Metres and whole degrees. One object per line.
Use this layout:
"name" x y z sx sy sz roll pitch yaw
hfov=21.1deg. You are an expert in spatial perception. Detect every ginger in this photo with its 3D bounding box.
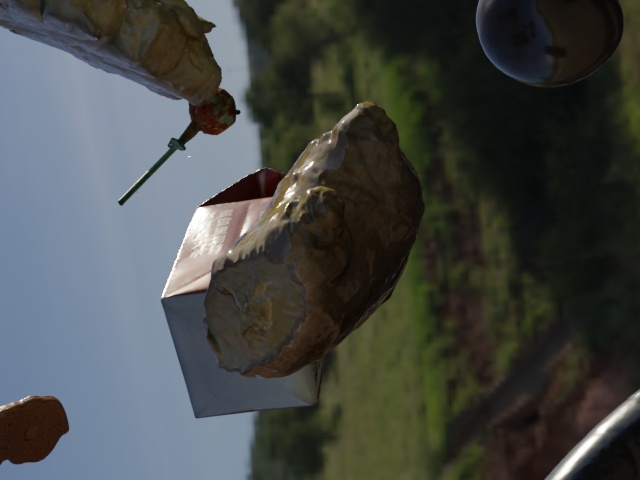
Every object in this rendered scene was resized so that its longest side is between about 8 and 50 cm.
"ginger" 0.000 0.000 1.467 0.275 0.130 0.221 -63 -15 -18

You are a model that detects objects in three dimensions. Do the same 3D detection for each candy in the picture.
"candy" -0.157 -0.101 1.856 0.184 0.055 0.049 -48 1 -26

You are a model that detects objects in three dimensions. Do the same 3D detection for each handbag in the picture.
"handbag" -0.072 0.054 1.925 0.298 0.151 0.171 -78 -23 -62

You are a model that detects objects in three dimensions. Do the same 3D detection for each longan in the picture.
"longan" 0.287 -0.283 2.140 0.204 0.185 0.159 89 -164 -50

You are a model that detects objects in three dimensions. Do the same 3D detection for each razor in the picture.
"razor" 0.297 0.290 1.851 0.113 0.349 0.204 41 157 24

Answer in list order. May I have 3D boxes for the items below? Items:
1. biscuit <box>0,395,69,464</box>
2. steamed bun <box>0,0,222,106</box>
"biscuit" -0.385 0.247 2.215 0.019 0.130 0.102 42 133 44
"steamed bun" -0.229 -0.254 1.838 0.292 0.295 0.137 53 -121 -80
